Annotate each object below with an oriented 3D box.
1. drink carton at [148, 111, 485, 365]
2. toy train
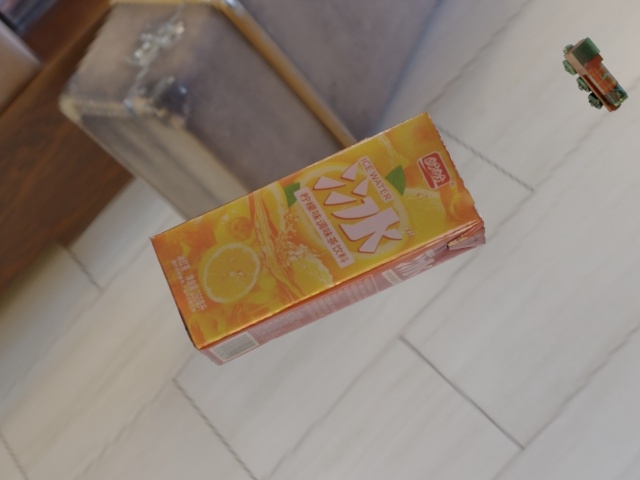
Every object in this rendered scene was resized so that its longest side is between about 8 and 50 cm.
[{"bbox_3d":[0.000,0.000,0.956,0.223,0.071,0.096,-24,72,1],"label":"drink carton"},{"bbox_3d":[0.345,-0.205,1.639,0.044,0.103,0.064,-40,6,-5],"label":"toy train"}]
